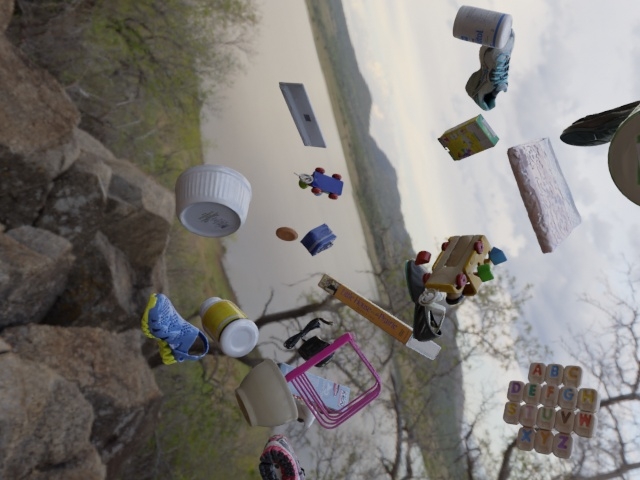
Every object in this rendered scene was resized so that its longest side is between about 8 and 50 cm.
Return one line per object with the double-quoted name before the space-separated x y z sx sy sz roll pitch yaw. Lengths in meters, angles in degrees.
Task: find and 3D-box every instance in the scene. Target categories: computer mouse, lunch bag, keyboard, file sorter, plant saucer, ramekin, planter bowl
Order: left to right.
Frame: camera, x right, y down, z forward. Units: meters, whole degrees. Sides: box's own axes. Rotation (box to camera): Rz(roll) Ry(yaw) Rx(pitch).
"ramekin" -0.290 -0.097 1.484 0.207 0.207 0.109 71 14 -54
"planter bowl" -0.139 0.379 1.325 0.162 0.109 0.162 50 -28 38
"plant saucer" -0.122 -0.021 2.010 0.083 0.084 0.013 71 23 -53
"keyboard" -0.044 -0.340 1.520 0.256 0.072 0.014 63 37 -56
"lunch bag" 0.000 0.000 1.576 0.098 0.067 0.065 -28 76 -45
"computer mouse" 0.002 0.363 1.950 0.262 0.184 0.060 13 -44 56
"file sorter" 0.051 0.386 1.536 0.182 0.202 0.290 55 -1 11
"ramekin" 0.863 -0.212 1.345 0.303 0.148 0.303 26 -53 39

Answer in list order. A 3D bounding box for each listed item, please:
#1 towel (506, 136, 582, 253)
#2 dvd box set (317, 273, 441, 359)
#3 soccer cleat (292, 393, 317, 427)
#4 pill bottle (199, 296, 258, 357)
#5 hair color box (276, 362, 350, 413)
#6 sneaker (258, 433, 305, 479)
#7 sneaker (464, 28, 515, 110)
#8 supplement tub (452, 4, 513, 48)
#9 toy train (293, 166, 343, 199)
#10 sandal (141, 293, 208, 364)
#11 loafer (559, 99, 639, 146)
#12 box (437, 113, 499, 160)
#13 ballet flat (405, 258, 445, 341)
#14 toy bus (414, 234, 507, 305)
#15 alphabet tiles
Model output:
"towel" 0.703 -0.156 1.723 0.317 0.053 0.331 -23 93 -47
"dvd box set" 0.217 0.281 2.040 0.420 0.062 0.308 31 -3 35
"soccer cleat" -0.070 0.592 1.929 0.076 0.068 0.196 -67 -161 -9
"pill bottle" -0.241 0.213 1.406 0.184 0.103 0.103 30 -37 51
"hair color box" -0.078 0.633 2.342 0.375 0.185 0.113 28 59 -29
"sneaker" -0.077 0.671 1.499 0.112 0.121 0.299 -74 152 -78
"sneaker" 0.545 -0.517 1.696 0.283 0.110 0.122 94 -22 -61
"supplement tub" 0.340 -0.448 1.160 0.071 0.107 0.071 -46 149 -39
"toy train" -0.042 -0.238 2.226 0.143 0.248 0.105 1 -102 54
"sandal" -0.412 0.256 1.590 0.317 0.138 0.126 80 17 -54
"loafer" 0.822 -0.336 1.602 0.267 0.096 0.084 0 -116 66
"box" 0.455 -0.315 1.722 0.105 0.043 0.179 48 -31 -14
"ballet flat" 0.296 0.165 1.529 0.095 0.096 0.280 -65 149 -50
"toy bus" 0.309 0.079 1.223 0.104 0.202 0.191 54 12 -27
"alphabet tiles" 0.688 0.502 1.663 0.021 0.284 0.277 36 63 -32
